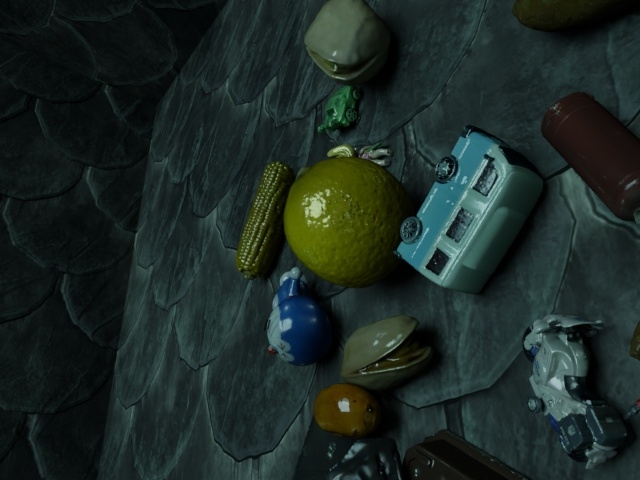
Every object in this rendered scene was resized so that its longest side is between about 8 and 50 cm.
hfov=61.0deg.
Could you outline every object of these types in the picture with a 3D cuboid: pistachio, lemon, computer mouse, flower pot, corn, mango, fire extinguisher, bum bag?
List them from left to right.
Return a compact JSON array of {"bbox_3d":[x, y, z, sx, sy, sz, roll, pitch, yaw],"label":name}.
[{"bbox_3d":[-0.163,-0.058,1.623,0.120,0.120,0.363,14,87,58],"label":"corn"},{"bbox_3d":[0.040,0.329,1.043,0.159,0.084,0.105,-19,100,35],"label":"mango"},{"bbox_3d":[0.044,0.438,1.089,0.168,0.087,0.295,-16,43,38],"label":"computer mouse"},{"bbox_3d":[0.071,-0.519,1.424,0.207,0.226,0.331,87,178,-46],"label":"pistachio"},{"bbox_3d":[0.061,-0.037,1.134,0.293,0.293,0.293,-31,49,45],"label":"lemon"},{"bbox_3d":[0.096,0.460,0.837,0.137,0.074,0.310,-25,46,8],"label":"bum bag"},{"bbox_3d":[0.121,0.221,1.047,0.206,0.131,0.129,-36,87,43],"label":"pistachio"},{"bbox_3d":[0.209,0.415,0.855,0.251,0.084,0.178,14,85,58],"label":"flower pot"},{"bbox_3d":[0.435,-0.110,0.787,0.105,0.105,0.269,-51,37,29],"label":"fire extinguisher"}]

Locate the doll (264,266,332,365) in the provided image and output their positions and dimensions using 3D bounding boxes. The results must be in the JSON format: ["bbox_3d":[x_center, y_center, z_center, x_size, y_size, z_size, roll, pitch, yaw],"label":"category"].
[{"bbox_3d":[-0.064,0.184,1.317,0.257,0.161,0.215,-118,26,-63],"label":"doll"}]

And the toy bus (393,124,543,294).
[{"bbox_3d":[0.270,-0.046,0.960,0.165,0.133,0.271,47,116,49],"label":"toy bus"}]

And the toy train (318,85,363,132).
[{"bbox_3d":[0.053,-0.360,1.493,0.099,0.081,0.149,-9,67,55],"label":"toy train"}]

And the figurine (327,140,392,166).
[{"bbox_3d":[0.098,-0.210,1.362,0.187,0.083,0.083,9,82,48],"label":"figurine"}]

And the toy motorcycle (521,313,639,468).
[{"bbox_3d":[0.351,0.191,0.755,0.150,0.102,0.221,111,158,-44],"label":"toy motorcycle"}]

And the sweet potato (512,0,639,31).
[{"bbox_3d":[0.493,-0.437,0.848,0.423,0.131,0.130,-14,63,45],"label":"sweet potato"}]

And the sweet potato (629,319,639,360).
[{"bbox_3d":[0.472,0.055,0.666,0.243,0.077,0.077,-66,32,24],"label":"sweet potato"}]
